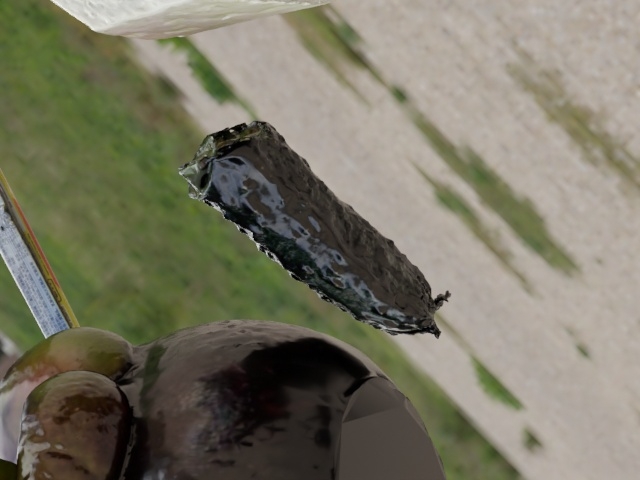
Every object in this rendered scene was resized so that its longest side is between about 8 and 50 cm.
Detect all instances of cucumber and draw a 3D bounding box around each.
[{"bbox_3d":[0.000,0.000,0.791,0.181,0.053,0.053,41,179,-35],"label":"cucumber"}]

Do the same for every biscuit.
[{"bbox_3d":[-0.260,-0.014,1.338,0.292,0.048,0.026,63,-157,3],"label":"biscuit"}]

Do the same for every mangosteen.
[{"bbox_3d":[-0.063,0.160,0.794,0.233,0.287,0.287,-9,142,29],"label":"mangosteen"}]

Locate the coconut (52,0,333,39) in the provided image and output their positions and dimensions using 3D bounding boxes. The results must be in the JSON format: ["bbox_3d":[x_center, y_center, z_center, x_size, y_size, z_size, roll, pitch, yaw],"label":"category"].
[{"bbox_3d":[-0.065,-0.204,0.749,0.197,0.237,0.237,2,-150,-43],"label":"coconut"}]
